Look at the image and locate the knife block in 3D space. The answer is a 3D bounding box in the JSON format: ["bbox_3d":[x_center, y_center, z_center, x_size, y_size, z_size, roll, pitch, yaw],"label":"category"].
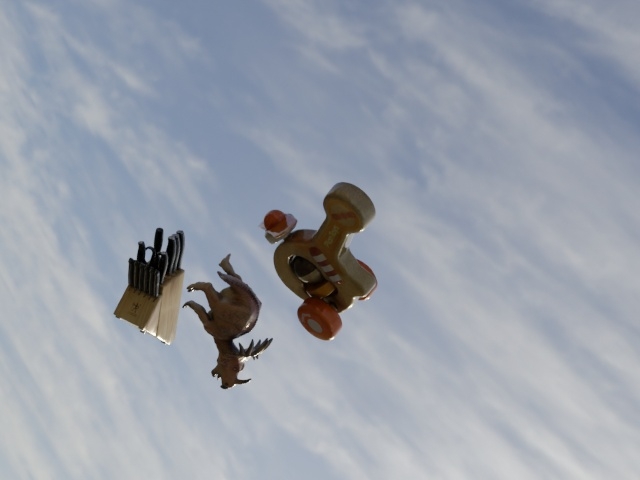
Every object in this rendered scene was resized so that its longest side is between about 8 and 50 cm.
[{"bbox_3d":[-0.372,0.099,2.315,0.088,0.242,0.276,24,-12,17],"label":"knife block"}]

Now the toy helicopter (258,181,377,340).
[{"bbox_3d":[0.000,0.000,1.648,0.235,0.140,0.355,40,-30,7],"label":"toy helicopter"}]

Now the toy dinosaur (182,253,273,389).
[{"bbox_3d":[-0.176,0.161,2.072,0.200,0.127,0.296,44,-38,17],"label":"toy dinosaur"}]
